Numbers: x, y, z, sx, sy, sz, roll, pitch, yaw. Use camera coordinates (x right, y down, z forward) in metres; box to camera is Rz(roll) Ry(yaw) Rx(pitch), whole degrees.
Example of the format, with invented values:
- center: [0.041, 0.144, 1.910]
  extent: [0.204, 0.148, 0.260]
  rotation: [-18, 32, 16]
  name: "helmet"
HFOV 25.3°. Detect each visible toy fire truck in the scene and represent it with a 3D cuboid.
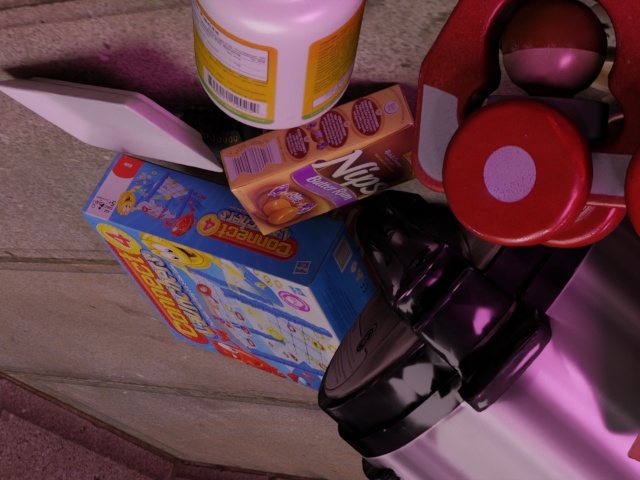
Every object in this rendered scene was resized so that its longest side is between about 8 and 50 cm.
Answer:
- center: [0.216, -0.115, 0.973]
  extent: [0.302, 0.253, 0.169]
  rotation: [7, -178, 25]
  name: "toy fire truck"

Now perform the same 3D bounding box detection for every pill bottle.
- center: [-0.032, -0.193, 1.102]
  extent: [0.136, 0.136, 0.245]
  rotation: [15, 161, 2]
  name: "pill bottle"

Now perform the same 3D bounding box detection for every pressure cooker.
- center: [0.202, 0.105, 1.354]
  extent: [0.420, 0.375, 0.370]
  rotation: [41, 145, -8]
  name: "pressure cooker"

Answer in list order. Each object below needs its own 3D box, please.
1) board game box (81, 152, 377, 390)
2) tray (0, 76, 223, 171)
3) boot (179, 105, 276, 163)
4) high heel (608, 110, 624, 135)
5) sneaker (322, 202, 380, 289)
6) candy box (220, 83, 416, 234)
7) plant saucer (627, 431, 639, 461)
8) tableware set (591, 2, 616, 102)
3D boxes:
- center: [-0.079, 0.052, 1.639]
  extent: [0.302, 0.086, 0.308]
  rotation: [17, 155, 28]
  name: "board game box"
- center: [-0.226, -0.133, 1.525]
  extent: [0.270, 0.030, 0.145]
  rotation: [14, 166, 47]
  name: "tray"
- center: [-0.095, -0.116, 1.484]
  extent: [0.137, 0.077, 0.198]
  rotation: [25, 155, 7]
  name: "boot"
- center: [0.415, -0.045, 1.154]
  extent: [0.377, 0.127, 0.181]
  rotation: [3, 168, 42]
  name: "high heel"
- center: [0.000, 0.001, 1.658]
  extent: [0.314, 0.116, 0.136]
  rotation: [1, 155, 38]
  name: "sneaker"
- center: [0.008, -0.077, 1.395]
  extent: [0.187, 0.053, 0.109]
  rotation: [-22, 153, 6]
  name: "candy box"
- center: [0.383, 0.079, 1.079]
  extent: [0.259, 0.047, 0.258]
  rotation: [-18, 148, -21]
  name: "plant saucer"
- center: [0.246, -0.159, 1.153]
  extent: [0.169, 0.020, 0.141]
  rotation: [30, 156, -35]
  name: "tableware set"
